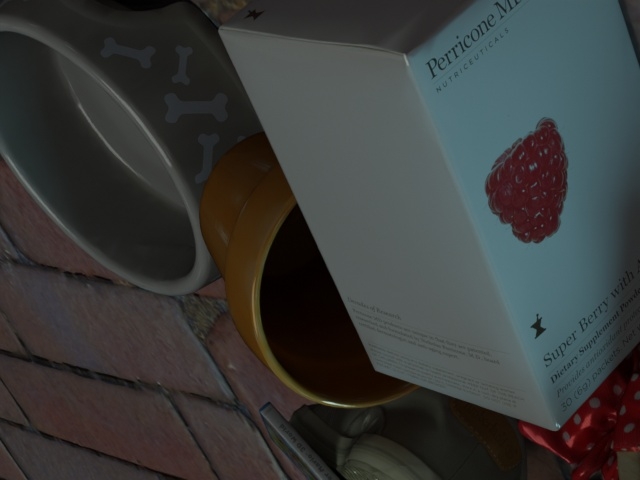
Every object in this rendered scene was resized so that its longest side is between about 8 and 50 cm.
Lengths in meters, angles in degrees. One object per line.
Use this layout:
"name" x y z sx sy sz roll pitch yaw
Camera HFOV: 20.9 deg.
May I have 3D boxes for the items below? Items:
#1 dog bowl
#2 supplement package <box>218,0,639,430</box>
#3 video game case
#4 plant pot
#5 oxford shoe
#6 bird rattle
"dog bowl" -0.179 -0.097 1.557 0.349 0.102 0.348 35 151 23
"supplement package" 0.098 -0.056 1.123 0.175 0.177 0.293 15 140 47
"video game case" 0.009 0.221 1.558 0.166 0.015 0.119 46 169 17
"plant pot" 0.000 0.000 1.343 0.188 0.205 0.205 34 154 56
"oxford shoe" 0.078 0.191 1.555 0.169 0.130 0.449 45 168 -4
"bird rattle" 0.255 0.141 1.186 0.143 0.253 0.207 27 123 -21
